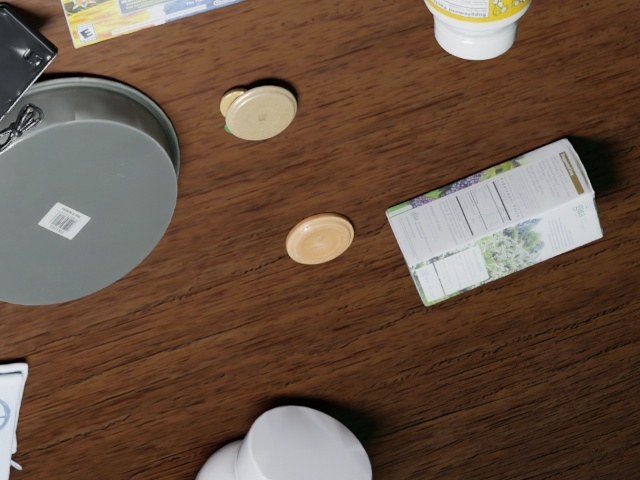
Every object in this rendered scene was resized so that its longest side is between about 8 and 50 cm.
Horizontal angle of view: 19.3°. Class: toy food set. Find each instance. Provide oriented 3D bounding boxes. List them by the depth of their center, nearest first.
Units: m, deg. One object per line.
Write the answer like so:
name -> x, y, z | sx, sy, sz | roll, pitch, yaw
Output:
toy food set -> -0.066, -0.140, 2.048 | 0.083, 0.020, 0.082 | -19, 141, -3

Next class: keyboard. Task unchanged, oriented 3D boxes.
keyboard -> -0.333, -0.139, 1.877 | 0.108, 0.023, 0.180 | 42, 108, -2

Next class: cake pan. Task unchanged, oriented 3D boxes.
cake pan -> -0.280, -0.041, 2.007 | 0.293, 0.054, 0.293 | -17, 136, -17

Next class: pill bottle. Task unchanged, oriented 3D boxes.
pill bottle -> 0.161, -0.286, 1.900 | 0.118, 0.117, 0.208 | -13, 140, -10
pill bottle -> -0.093, 0.413, 2.512 | 0.229, 0.229, 0.407 | 6, 134, -29

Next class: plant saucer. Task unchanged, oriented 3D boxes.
plant saucer -> 0.000, 0.000, 2.244 | 0.084, 0.013, 0.083 | -13, 140, -11

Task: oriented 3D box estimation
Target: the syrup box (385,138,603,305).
syrup box -> 0.210, -0.021, 2.245 | 0.237, 0.096, 0.093 | -23, 143, 2

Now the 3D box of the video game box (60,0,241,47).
video game box -> -0.163, -0.290, 1.812 | 0.205, 0.048, 0.187 | -17, 138, -4

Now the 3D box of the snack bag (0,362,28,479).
snack bag -> -0.530, 0.275, 2.314 | 0.323, 0.037, 0.342 | -4, 138, -18
